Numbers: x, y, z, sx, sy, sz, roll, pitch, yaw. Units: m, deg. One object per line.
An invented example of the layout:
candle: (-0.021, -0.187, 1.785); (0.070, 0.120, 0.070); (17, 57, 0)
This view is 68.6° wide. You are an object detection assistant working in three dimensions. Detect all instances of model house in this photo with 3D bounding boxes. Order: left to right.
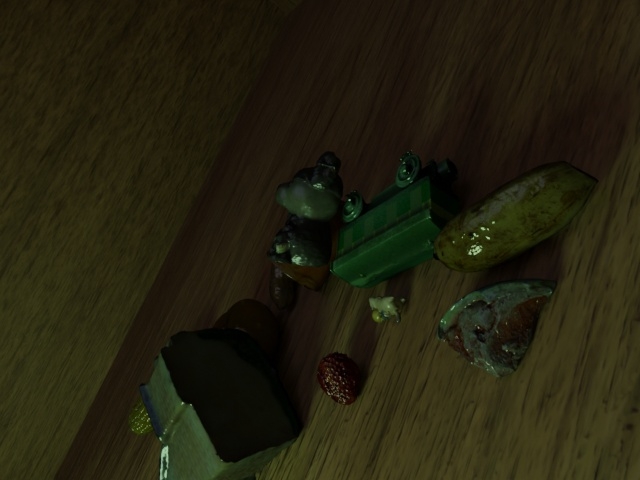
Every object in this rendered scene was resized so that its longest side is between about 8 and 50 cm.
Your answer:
model house: (-0.245, 0.383, 1.000); (0.284, 0.244, 0.298); (-53, 55, 24)

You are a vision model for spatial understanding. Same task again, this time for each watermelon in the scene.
watermelon: (0.244, 0.120, 0.665); (0.187, 0.071, 0.139); (-38, 38, 36)

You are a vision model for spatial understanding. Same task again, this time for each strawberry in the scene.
strawberry: (0.038, 0.259, 0.877); (0.083, 0.083, 0.096); (-46, 59, 27)

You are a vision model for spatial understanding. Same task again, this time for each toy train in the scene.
toy train: (0.149, -0.037, 0.928); (0.301, 0.120, 0.202); (-33, 41, 43)

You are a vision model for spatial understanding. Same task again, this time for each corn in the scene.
corn: (-0.501, 0.494, 1.515); (0.344, 0.131, 0.131); (-50, 28, 20)

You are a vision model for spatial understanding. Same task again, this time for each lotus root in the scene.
lotus root: (0.275, -0.026, 0.699); (0.258, 0.110, 0.097); (-40, 31, 36)

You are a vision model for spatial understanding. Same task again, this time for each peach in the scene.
peach: (-0.211, 0.268, 1.220); (0.251, 0.153, 0.251); (-32, 41, 33)

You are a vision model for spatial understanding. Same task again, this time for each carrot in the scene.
carrot: (0.000, 0.000, 1.140); (0.225, 0.159, 0.159); (-49, 27, -1)

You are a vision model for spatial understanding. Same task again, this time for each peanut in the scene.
peanut: (-0.098, 0.105, 1.264); (0.080, 0.080, 0.174); (-37, 38, 39)

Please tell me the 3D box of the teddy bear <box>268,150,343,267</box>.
teddy bear: (-0.027, -0.058, 1.018); (0.144, 0.171, 0.250); (11, 80, 17)

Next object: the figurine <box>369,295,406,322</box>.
figurine: (0.123, 0.131, 0.890); (0.083, 0.047, 0.050); (-18, 59, 59)
